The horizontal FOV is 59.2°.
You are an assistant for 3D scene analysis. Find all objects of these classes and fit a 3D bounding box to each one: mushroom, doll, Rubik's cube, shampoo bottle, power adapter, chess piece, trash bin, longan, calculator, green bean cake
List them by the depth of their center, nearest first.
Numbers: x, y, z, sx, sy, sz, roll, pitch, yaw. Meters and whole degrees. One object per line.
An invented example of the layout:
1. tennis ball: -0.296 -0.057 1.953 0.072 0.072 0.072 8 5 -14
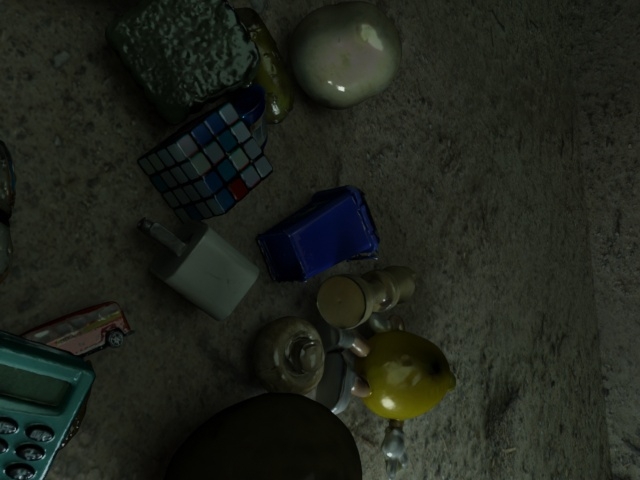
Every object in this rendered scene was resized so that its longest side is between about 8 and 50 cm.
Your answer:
1. calculator: -0.464 0.250 0.741 0.248 0.058 0.274 30 83 -35
2. longan: -0.090 0.453 0.928 0.404 0.336 0.405 21 57 -36
3. power adapter: -0.232 0.031 1.000 0.205 0.130 0.125 43 76 -29
4. green bean cake: -0.238 -0.343 1.021 0.227 0.125 0.223 -35 104 -5
5. Rubik's cube: -0.212 -0.140 1.043 0.151 0.154 0.155 -48 114 -37
6. shampoo bottle: -0.138 -0.223 1.123 0.050 0.183 0.087 26 66 9
7. mushroom: -0.060 0.237 1.142 0.166 0.127 0.166 7 77 -36
8. trash bin: 0.000 0.000 1.226 0.234 0.162 0.184 -30 103 -37
9. doll: 0.147 0.323 1.302 0.423 0.161 0.348 49 50 -20
10. chess piece: 0.140 0.117 1.326 0.397 0.117 0.117 -6 87 -60
11. mushroom: 0.052 -0.442 1.333 0.260 0.254 0.234 22 23 -19

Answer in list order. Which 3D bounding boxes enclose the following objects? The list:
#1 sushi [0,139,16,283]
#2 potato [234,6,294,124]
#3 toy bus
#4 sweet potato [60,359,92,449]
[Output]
1. sushi: -0.485 -0.026 0.797 0.273 0.134 0.109 68 15 2
2. potato: -0.137 -0.357 1.162 0.113 0.149 0.251 -33 111 -20
3. toy bus: -0.388 0.154 0.879 0.174 0.079 0.077 -21 93 -42
4. sweet potato: -0.387 0.262 0.884 0.041 0.038 0.153 26 78 -36
